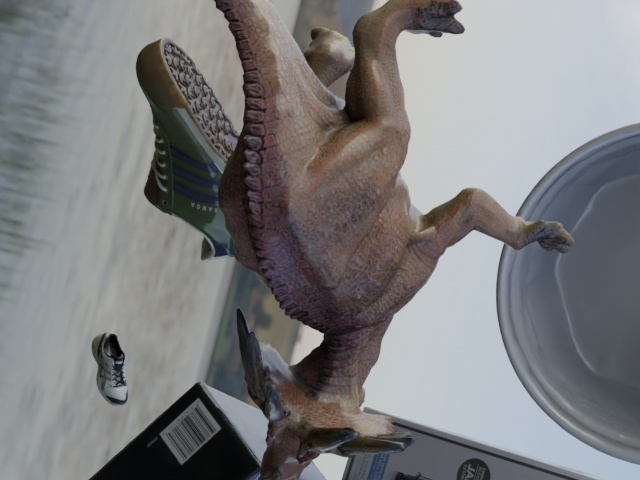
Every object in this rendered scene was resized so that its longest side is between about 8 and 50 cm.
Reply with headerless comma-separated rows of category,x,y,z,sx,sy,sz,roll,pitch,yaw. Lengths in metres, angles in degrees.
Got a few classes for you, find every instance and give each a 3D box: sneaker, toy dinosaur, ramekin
sneaker,-0.227,0.140,1.500,0.037,0.032,0.083,-27,-100,51
toy dinosaur,0.000,0.000,0.679,0.200,0.127,0.296,-50,132,-24
sneaker,-0.098,-0.054,1.006,0.192,0.086,0.064,54,22,-35
ramekin,0.218,0.028,0.845,0.109,0.207,0.207,-16,121,-73

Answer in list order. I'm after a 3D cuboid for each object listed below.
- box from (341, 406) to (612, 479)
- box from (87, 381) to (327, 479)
box,0.151,0.249,1.070,0.087,0.290,0.169,31,76,-62
box,-0.138,0.260,1.206,0.261,0.103,0.184,-42,156,4
